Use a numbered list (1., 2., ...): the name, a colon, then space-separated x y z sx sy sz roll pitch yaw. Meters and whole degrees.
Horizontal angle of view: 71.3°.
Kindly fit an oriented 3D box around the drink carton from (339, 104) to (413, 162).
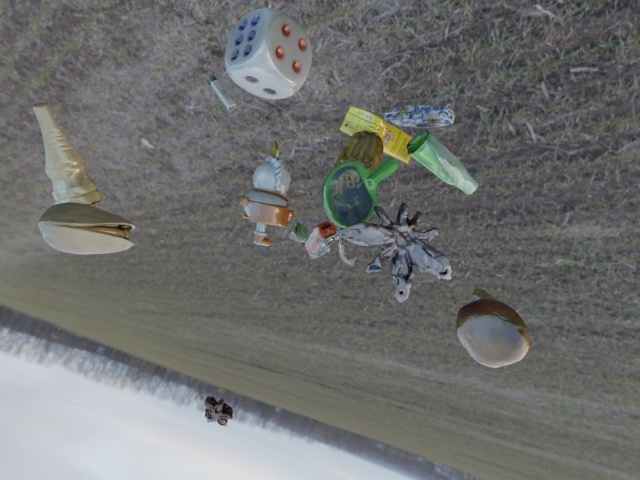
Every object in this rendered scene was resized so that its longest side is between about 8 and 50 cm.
1. drink carton: 0.245 -0.416 1.775 0.155 0.111 0.351 35 -165 33

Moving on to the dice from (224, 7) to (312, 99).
1. dice: -0.150 -0.539 1.307 0.194 0.193 0.192 9 172 40

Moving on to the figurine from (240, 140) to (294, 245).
1. figurine: -0.144 -0.122 1.178 0.144 0.271 0.143 -4 -169 1

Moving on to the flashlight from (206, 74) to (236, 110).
1. flashlight: -0.208 -0.309 0.934 0.083 0.018 0.018 54 154 9

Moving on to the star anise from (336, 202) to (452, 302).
1. star anise: 0.191 0.019 1.037 0.257 0.198 0.110 52 175 -4

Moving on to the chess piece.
1. chess piece: -0.746 -0.239 1.288 0.137 0.137 0.300 2 113 39

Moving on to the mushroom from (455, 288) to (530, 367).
1. mushroom: 0.210 0.107 0.575 0.073 0.129 0.088 -9 114 2

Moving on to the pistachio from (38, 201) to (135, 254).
1. pistachio: -0.580 -0.026 1.122 0.226 0.135 0.136 11 169 -41

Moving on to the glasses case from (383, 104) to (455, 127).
1. glasses case: 0.329 -0.418 1.508 0.248 0.065 0.087 12 172 44

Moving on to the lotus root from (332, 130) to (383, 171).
1. lotus root: 0.121 -0.248 1.490 0.145 0.260 0.128 19 174 35

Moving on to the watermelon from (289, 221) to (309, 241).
1. watermelon: -0.090 -0.030 1.926 0.092 0.084 0.072 46 159 -22

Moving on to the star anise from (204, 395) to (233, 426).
1. star anise: -0.318 0.556 1.425 0.098 0.070 0.190 11 130 3

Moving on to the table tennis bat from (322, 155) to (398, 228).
1. table tennis bat: 0.105 -0.135 1.107 0.039 0.257 0.160 2 125 54

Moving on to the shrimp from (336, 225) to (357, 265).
1. shrimp: 0.109 0.020 1.858 0.148 0.035 0.195 -130 29 -56

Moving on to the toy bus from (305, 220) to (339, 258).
1. toy bus: 0.000 0.000 1.589 0.077 0.079 0.174 57 151 13

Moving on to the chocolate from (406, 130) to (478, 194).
1. chocolate: 0.437 -0.260 1.557 0.291 0.110 0.110 33 155 -21
